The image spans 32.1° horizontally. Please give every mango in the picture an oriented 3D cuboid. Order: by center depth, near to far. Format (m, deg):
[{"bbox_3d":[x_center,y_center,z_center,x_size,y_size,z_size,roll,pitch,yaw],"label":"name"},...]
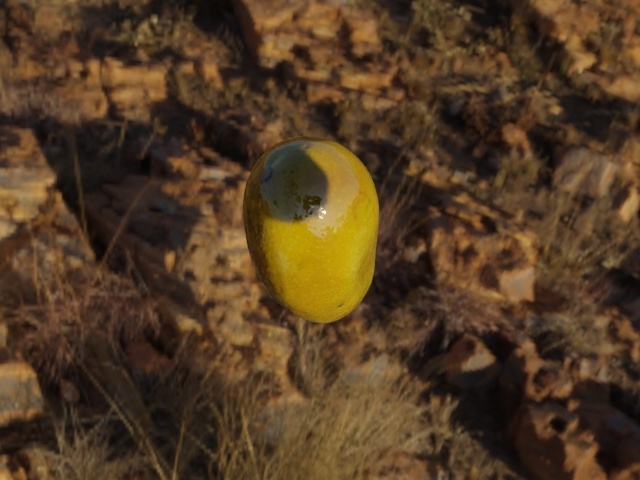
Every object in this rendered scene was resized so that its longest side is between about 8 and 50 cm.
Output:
[{"bbox_3d":[0.000,0.000,0.954,0.099,0.227,0.136,15,67,19],"label":"mango"}]
